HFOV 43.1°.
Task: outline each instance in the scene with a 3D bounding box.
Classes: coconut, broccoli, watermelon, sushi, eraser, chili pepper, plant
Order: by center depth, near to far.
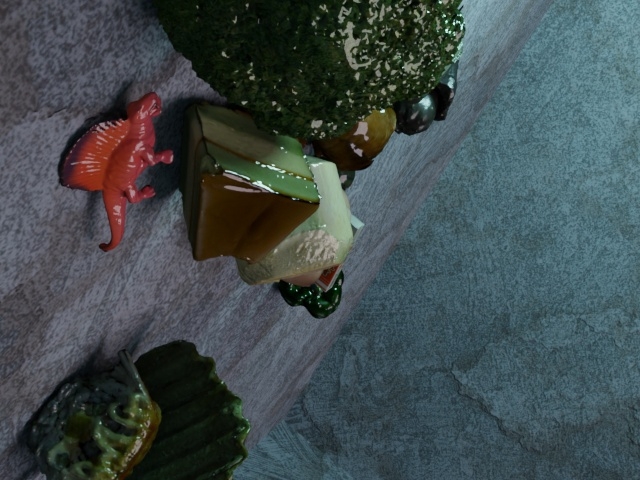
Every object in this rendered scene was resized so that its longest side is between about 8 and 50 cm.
[{"bbox_3d":[-0.005,-0.283,0.910,0.413,0.310,0.321,41,82,-39],"label":"broccoli"},{"bbox_3d":[-0.394,0.334,1.445,0.274,0.184,0.139,-55,173,-15],"label":"sushi"},{"bbox_3d":[-0.066,-0.053,1.478,0.239,0.244,0.239,-13,176,-1],"label":"coconut"},{"bbox_3d":[0.032,-0.153,1.802,0.105,0.105,0.133,-57,157,16],"label":"watermelon"},{"bbox_3d":[0.236,-0.362,1.878,0.142,0.164,0.256,104,11,-68],"label":"plant"},{"bbox_3d":[0.000,0.000,1.991,0.038,0.157,0.230,-35,158,-47],"label":"eraser"},{"bbox_3d":[-0.015,0.119,2.213,0.165,0.174,0.261,-55,176,-17],"label":"chili pepper"}]

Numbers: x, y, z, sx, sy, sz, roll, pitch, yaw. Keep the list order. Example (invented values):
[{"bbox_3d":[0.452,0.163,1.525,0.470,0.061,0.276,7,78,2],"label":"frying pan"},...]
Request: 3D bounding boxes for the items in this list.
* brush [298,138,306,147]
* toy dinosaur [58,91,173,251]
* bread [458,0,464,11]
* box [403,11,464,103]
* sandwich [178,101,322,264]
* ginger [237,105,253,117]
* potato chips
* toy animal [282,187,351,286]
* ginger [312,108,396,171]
[{"bbox_3d":[-0.044,-0.212,1.595,0.043,0.014,0.170,-57,169,-5],"label":"brush"},{"bbox_3d":[-0.281,-0.075,1.045,0.139,0.070,0.286,-17,146,-52],"label":"toy dinosaur"},{"bbox_3d":[0.195,-0.497,1.415,0.260,0.158,0.156,-50,157,-11],"label":"bread"},{"bbox_3d":[0.203,-0.398,1.691,0.210,0.148,0.129,-49,159,-28],"label":"box"},{"bbox_3d":[-0.152,-0.076,1.220,0.198,0.155,0.227,-38,144,29],"label":"sandwich"},{"bbox_3d":[-0.082,-0.228,1.302,0.162,0.073,0.103,-52,-178,-33],"label":"ginger"},{"bbox_3d":[-0.332,0.393,1.522,0.429,0.358,0.070,-29,143,10],"label":"potato chips"},{"bbox_3d":[-0.028,-0.022,1.735,0.256,0.195,0.213,-54,160,21],"label":"toy animal"},{"bbox_3d":[0.063,-0.214,1.588,0.321,0.173,0.165,70,19,-81],"label":"ginger"}]
